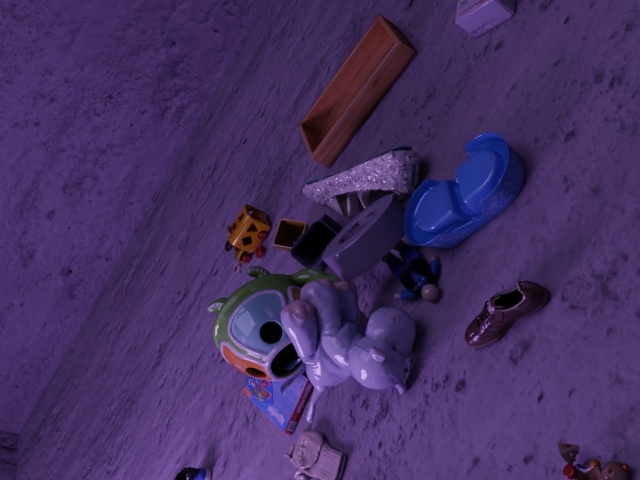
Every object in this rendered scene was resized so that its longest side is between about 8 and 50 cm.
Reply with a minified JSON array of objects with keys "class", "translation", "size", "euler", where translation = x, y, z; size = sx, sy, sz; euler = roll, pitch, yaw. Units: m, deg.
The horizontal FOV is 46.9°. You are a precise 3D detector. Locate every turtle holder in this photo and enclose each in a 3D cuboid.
[{"class":"turtle holder","translation":[-0.095,0.211,1.823],"size":[0.227,0.320,0.243],"euler":[43,143,46]}]

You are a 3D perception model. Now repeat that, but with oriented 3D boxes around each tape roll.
[{"class":"tape roll","translation":[0.105,-0.007,1.687],"size":[0.219,0.072,0.219],"euler":[-41,9,8]}]

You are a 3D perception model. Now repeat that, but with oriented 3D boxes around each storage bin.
[{"class":"storage bin","translation":[0.000,0.000,1.944],"size":[0.135,0.098,0.091],"euler":[-50,5,26]}]

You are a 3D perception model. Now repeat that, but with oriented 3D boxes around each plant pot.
[{"class":"plant pot","translation":[-0.073,-0.004,2.049],"size":[0.081,0.083,0.081],"euler":[10,73,22]}]

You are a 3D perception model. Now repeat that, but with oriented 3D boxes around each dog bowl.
[{"class":"dog bowl","translation":[0.299,-0.092,1.532],"size":[0.297,0.074,0.165],"euler":[-42,37,34]}]

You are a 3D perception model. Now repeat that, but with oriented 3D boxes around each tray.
[{"class":"tray","translation":[0.097,-0.428,2.117],"size":[0.411,0.076,0.202],"euler":[-52,32,23]}]

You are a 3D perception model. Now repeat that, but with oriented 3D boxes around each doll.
[{"class":"doll","translation":[0.200,0.076,1.592],"size":[0.129,0.046,0.189],"euler":[-50,38,8]}]

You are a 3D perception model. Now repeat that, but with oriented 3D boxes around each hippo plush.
[{"class":"hippo plush","translation":[0.060,0.210,1.524],"size":[0.237,0.234,0.294],"euler":[0,49,46]}]

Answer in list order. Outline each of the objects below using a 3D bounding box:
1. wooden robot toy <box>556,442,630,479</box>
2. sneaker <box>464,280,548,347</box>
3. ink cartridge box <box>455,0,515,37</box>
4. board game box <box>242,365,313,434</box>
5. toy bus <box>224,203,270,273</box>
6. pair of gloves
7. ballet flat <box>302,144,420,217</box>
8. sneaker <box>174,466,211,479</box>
[{"class":"wooden robot toy","translation":[0.402,0.343,1.042],"size":[0.079,0.076,0.173],"euler":[-40,37,19]},{"class":"sneaker","translation":[0.318,0.127,1.334],"size":[0.188,0.071,0.066],"euler":[-43,36,33]},{"class":"ink cartridge box","translation":[0.397,-0.593,1.752],"size":[0.127,0.072,0.175],"euler":[-22,50,50]},{"class":"board game box","translation":[-0.112,0.375,1.891],"size":[0.281,0.027,0.145],"euler":[22,86,61]},{"class":"toy bus","translation":[-0.249,-0.015,2.331],"size":[0.191,0.104,0.202],"euler":[-17,54,54]},{"class":"pair of gloves","translation":[-0.044,0.544,1.638],"size":[0.204,0.042,0.240],"euler":[18,83,61]},{"class":"ballet flat","translation":[0.092,-0.126,1.848],"size":[0.409,0.147,0.146],"euler":[-15,55,54]},{"class":"sneaker","translation":[-0.374,0.678,2.028],"size":[0.152,0.085,0.058],"euler":[-51,32,23]}]
